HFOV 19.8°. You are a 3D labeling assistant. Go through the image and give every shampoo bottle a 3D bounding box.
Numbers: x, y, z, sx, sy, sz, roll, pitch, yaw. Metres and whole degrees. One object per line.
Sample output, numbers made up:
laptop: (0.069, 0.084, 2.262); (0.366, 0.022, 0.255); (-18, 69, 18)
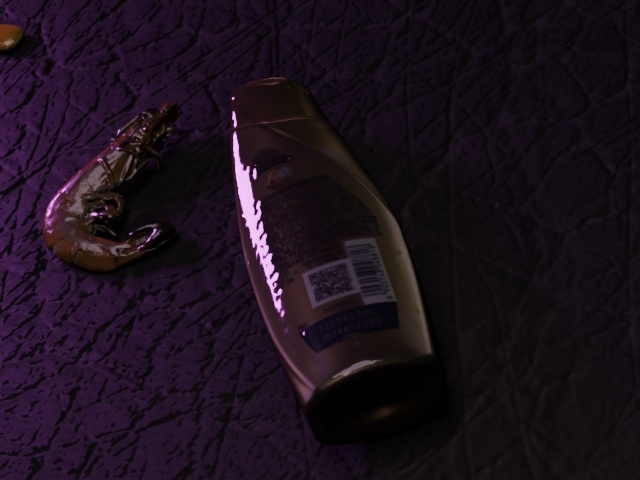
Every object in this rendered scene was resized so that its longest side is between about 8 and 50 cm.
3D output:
shampoo bottle: (0.000, 0.000, 1.443); (0.125, 0.084, 0.350); (-19, 46, -1)

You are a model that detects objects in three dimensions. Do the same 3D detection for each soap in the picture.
soap: (-0.328, -0.201, 1.786); (0.089, 0.012, 0.034); (10, 54, 27)

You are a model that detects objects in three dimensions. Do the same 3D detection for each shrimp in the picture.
shrimp: (-0.158, -0.045, 1.574); (0.124, 0.034, 0.178); (32, 68, 35)
